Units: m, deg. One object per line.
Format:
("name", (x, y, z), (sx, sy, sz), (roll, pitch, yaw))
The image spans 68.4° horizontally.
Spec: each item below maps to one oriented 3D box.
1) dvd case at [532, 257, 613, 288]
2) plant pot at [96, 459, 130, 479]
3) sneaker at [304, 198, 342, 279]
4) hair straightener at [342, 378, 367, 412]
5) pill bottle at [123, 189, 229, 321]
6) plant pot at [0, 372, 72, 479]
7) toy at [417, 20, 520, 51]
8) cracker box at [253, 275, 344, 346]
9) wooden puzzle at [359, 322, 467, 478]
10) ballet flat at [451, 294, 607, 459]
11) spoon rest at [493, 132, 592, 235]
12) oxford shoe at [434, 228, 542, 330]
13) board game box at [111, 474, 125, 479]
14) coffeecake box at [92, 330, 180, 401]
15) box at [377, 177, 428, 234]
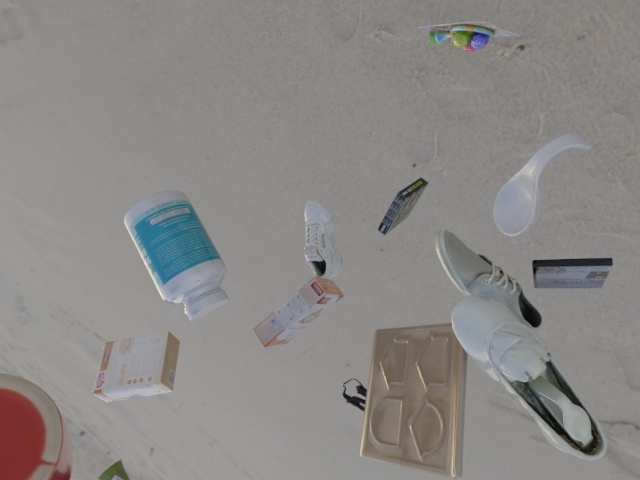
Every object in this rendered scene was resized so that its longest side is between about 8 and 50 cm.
("dvd case", (0.679, 0.093, 1.288), (0.181, 0.022, 0.253), (-2, 161, 24))
("plant pot", (-0.611, 0.720, 1.414), (0.079, 0.083, 0.083), (46, 149, 12))
("sneaker", (0.000, 0.000, 1.710), (0.114, 0.152, 0.304), (-11, 97, 30))
("hair straightener", (0.151, 0.448, 1.316), (0.231, 0.088, 0.047), (21, -179, 41))
("pill bottle", (-0.295, 0.035, 1.000), (0.263, 0.146, 0.146), (59, 150, 11))
("plant pot", (-0.498, 0.322, 0.683), (0.275, 0.275, 0.243), (45, 136, -1))
("toy", (0.379, -0.531, 1.240), (0.237, 0.137, 0.056), (36, 120, 51))
("cracker box", (-0.057, 0.201, 1.323), (0.067, 0.232, 0.156), (51, -170, 19))
("wooden puzzle", (0.230, 0.367, 1.123), (0.081, 0.321, 0.348), (21, 156, -26))
("ballet flat", (0.421, 0.266, 0.919), (0.400, 0.139, 0.139), (50, 148, -5))
("spoon rest", (0.499, -0.131, 1.108), (0.084, 0.137, 0.276), (10, 128, -25))
("oxford shoe", (0.498, 0.123, 1.386), (0.449, 0.169, 0.130), (46, 131, -15))
("board game box", (-0.501, 0.700, 1.130), (0.160, 0.211, 0.039), (6, 139, 30))
("coffeecake box", (-0.471, 0.325, 1.214), (0.186, 0.142, 0.068), (-11, 140, 8))
("box", (0.307, -0.128, 1.756), (0.045, 0.184, 0.190), (41, 135, 18))
